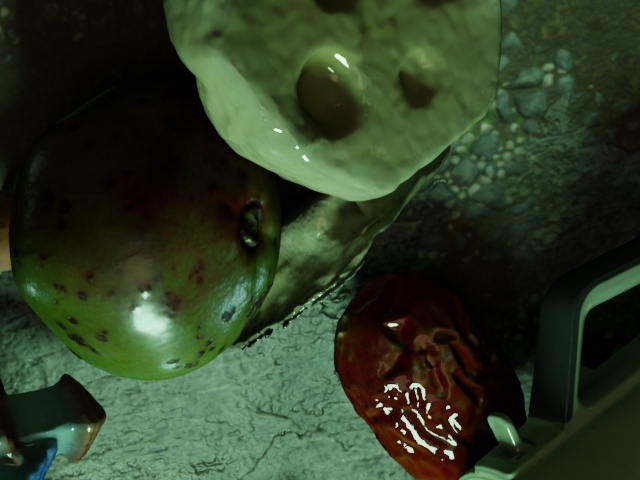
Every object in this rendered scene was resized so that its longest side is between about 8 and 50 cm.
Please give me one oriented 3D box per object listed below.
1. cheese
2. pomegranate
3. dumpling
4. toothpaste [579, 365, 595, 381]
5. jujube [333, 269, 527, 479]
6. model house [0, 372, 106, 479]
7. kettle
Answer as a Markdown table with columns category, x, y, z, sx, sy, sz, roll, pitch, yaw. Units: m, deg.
| category | x | y | z | sx | sy | sz | roll | pitch | yaw |
| --- | --- | --- | --- | --- | --- | --- | --- | --- | --- |
| cheese | 0.017 | -0.200 | 1.416 | 0.326 | 0.115 | 0.318 | 11 | 85 | -32 |
| pomegranate | -0.193 | 0.005 | 1.494 | 0.323 | 0.291 | 0.291 | -28 | 115 | 30 |
| dumpling | -0.002 | -0.003 | 1.559 | 0.086 | 0.166 | 0.332 | 43 | 105 | -6 |
| toothpaste | 0.343 | 0.176 | 1.730 | 0.218 | 0.033 | 0.052 | 20 | 116 | -17 |
| jujube | 0.116 | 0.150 | 1.627 | 0.174 | 0.174 | 0.250 | -31 | 117 | 11 |
| model house | -0.403 | 0.209 | 1.588 | 0.329 | 0.295 | 0.251 | -10 | 139 | -34 |
| kettle | 0.331 | 0.182 | 1.552 | 0.377 | 0.250 | 0.361 | -36 | 105 | -21 |
